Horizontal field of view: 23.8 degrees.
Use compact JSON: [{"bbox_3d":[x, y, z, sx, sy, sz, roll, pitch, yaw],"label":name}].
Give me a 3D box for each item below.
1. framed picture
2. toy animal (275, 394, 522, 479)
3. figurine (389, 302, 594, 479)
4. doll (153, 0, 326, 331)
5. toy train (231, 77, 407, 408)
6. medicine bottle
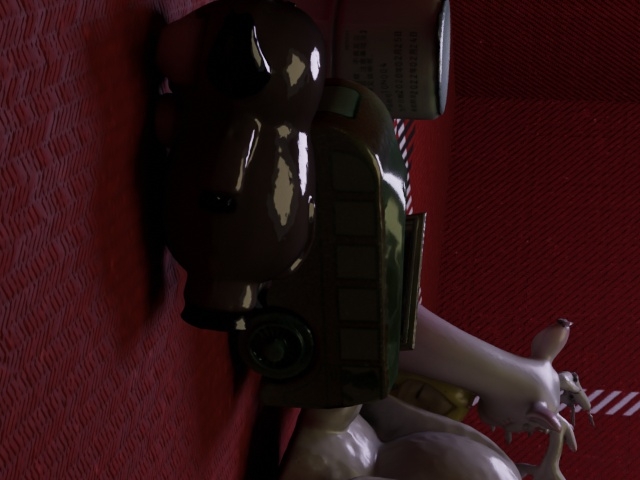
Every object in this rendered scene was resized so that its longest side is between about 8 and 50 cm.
[{"bbox_3d":[0.024,0.048,1.536,0.011,0.183,0.141,25,65,-47],"label":"framed picture"},{"bbox_3d":[0.085,0.261,1.537,0.271,0.265,0.206,-64,174,-66],"label":"toy animal"},{"bbox_3d":[0.178,0.180,1.731,0.206,0.316,0.284,-54,164,-38],"label":"figurine"},{"bbox_3d":[-0.056,-0.070,1.094,0.182,0.117,0.257,-61,153,-74],"label":"doll"},{"bbox_3d":[0.000,0.000,1.364,0.129,0.159,0.326,-75,164,-63],"label":"toy train"},{"bbox_3d":[0.045,-0.191,1.548,0.135,0.169,0.135,3,90,-82],"label":"medicine bottle"}]
